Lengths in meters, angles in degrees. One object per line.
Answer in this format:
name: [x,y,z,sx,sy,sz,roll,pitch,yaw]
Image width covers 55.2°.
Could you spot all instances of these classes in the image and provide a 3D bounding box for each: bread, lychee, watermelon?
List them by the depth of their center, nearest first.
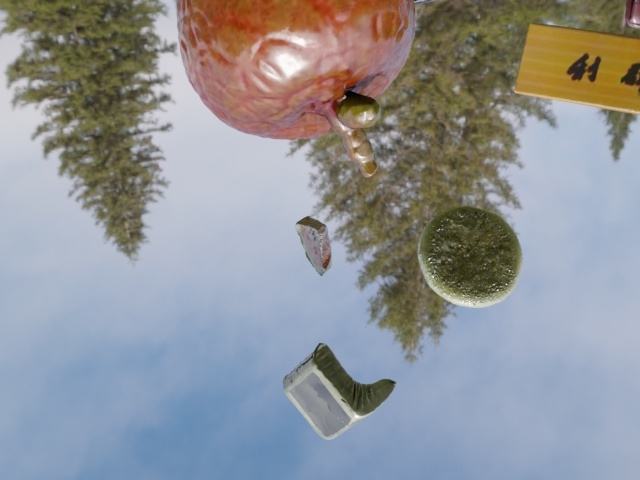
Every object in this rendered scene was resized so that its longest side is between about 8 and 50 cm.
lychee: [-0.022,-0.202,0.598,0.255,0.300,0.255,-15,173,-2]
bread: [0.366,0.034,1.490,0.267,0.040,0.267,0,-109,-1]
watermelon: [0.000,0.000,1.789,0.071,0.139,0.187,-19,-107,-23]

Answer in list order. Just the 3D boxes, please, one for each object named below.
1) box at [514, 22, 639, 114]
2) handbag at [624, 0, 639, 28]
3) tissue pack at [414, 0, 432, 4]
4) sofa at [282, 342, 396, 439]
box: [0.294,-0.173,0.615,0.152,0.070,0.237,17,-156,23]
handbag: [0.650,-0.486,1.107,0.203,0.216,0.074,0,176,-11]
tissue pack: [0.140,-0.443,1.068,0.235,0.073,0.173,-9,-157,13]
sofa: [0.044,0.389,1.646,0.225,0.210,0.176,48,-137,11]
